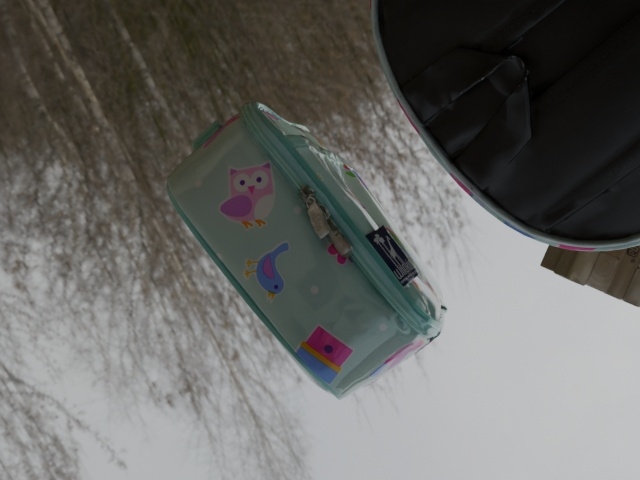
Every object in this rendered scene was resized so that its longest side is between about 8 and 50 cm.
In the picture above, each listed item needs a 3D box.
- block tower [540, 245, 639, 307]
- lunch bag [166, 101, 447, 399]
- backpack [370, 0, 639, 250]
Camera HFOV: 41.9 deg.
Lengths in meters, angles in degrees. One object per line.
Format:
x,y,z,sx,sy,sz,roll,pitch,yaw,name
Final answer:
0.355,0.041,0.707,0.091,0.336,0.097,-127,-121,-78,block tower
0.000,0.000,0.665,0.108,0.224,0.279,-36,174,7,lunch bag
0.161,-0.124,0.423,0.253,0.225,0.191,-40,176,15,backpack
